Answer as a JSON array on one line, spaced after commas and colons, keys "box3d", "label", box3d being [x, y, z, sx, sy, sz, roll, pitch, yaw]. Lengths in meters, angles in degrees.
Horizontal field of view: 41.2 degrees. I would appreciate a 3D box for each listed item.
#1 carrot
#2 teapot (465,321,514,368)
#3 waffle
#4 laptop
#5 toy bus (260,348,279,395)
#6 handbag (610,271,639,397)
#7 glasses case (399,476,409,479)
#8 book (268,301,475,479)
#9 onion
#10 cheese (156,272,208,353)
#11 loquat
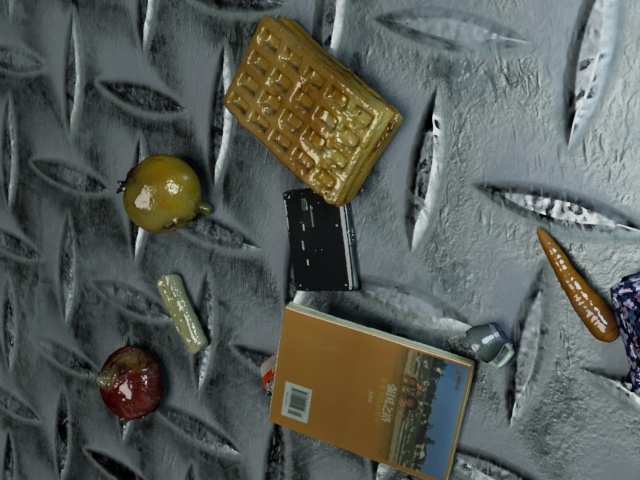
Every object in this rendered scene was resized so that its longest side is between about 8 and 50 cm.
[{"box3d": [0.404, 0.068, 1.357, 0.048, 0.048, 0.216, -45, 67, 36], "label": "carrot"}, {"box3d": [0.294, 0.178, 1.459, 0.057, 0.066, 0.088, -37, 99, 20], "label": "teapot"}, {"box3d": [-0.020, -0.241, 1.573, 0.327, 0.098, 0.224, 45, 122, 22], "label": "waffle"}, {"box3d": [0.000, 0.000, 1.663, 0.154, 0.026, 0.207, -2, 99, 39], "label": "laptop"}, {"box3d": [-0.055, 0.250, 1.737, 0.174, 0.079, 0.077, -42, 66, 37], "label": "toy bus"}, {"box3d": [0.534, 0.134, 1.215, 0.229, 0.127, 0.207, -17, 89, 31], "label": "handbag"}, {"box3d": [0.147, 0.491, 1.660, 0.021, 0.032, 0.083, 45, 124, 25], "label": "glasses case"}, {"box3d": [0.086, 0.288, 1.606, 0.374, 0.028, 0.262, 16, 110, 18], "label": "book"}, {"box3d": [-0.469, 0.342, 2.037, 0.184, 0.147, 0.184, -5, 83, 40], "label": "onion"}, {"box3d": [-0.315, 0.165, 1.938, 0.065, 0.043, 0.194, -31, 82, 37], "label": "cheese"}, {"box3d": [-0.331, -0.096, 1.829, 0.204, 0.149, 0.172, 23, 94, -3], "label": "loquat"}]
